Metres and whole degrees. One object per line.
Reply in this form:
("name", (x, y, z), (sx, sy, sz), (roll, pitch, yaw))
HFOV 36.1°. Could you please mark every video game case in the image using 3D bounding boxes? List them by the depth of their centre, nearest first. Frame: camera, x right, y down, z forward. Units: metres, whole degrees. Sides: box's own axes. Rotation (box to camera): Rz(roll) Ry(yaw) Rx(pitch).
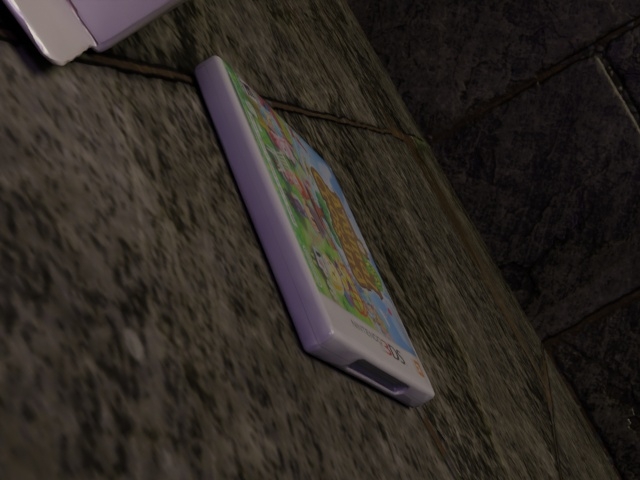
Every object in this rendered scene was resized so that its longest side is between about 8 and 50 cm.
("video game case", (0.000, 0.000, 0.662), (0.193, 0.023, 0.212), (39, 24, -60))

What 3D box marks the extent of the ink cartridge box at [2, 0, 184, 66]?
("ink cartridge box", (-0.109, -0.230, 0.525), (0.207, 0.119, 0.353), (57, 12, -17))
